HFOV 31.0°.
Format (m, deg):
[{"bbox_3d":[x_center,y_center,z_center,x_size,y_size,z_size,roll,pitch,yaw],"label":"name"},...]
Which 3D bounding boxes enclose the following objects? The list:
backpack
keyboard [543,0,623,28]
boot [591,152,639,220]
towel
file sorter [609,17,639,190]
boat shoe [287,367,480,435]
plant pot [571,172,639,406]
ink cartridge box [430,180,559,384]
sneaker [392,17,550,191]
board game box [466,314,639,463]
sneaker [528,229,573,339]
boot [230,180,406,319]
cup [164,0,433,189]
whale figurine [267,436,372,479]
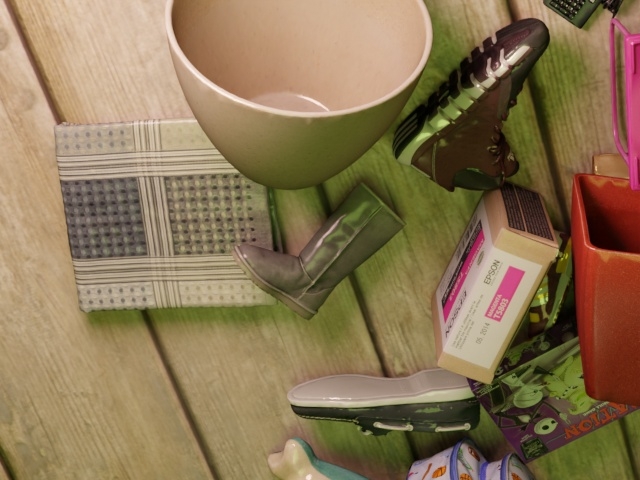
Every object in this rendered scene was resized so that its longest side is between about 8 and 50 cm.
[{"bbox_3d":[0.248,0.447,1.798,0.213,0.276,0.263,-38,100,15],"label":"backpack"},{"bbox_3d":[0.389,-0.368,1.530,0.100,0.038,0.192,30,114,-10],"label":"keyboard"},{"bbox_3d":[0.532,-0.025,1.656,0.270,0.089,0.236,-6,106,7],"label":"boot"},{"bbox_3d":[-0.221,-0.038,1.720,0.324,0.056,0.312,-1,111,7],"label":"towel"},{"bbox_3d":[0.535,-0.206,1.514,0.291,0.182,0.202,-6,113,5],"label":"file sorter"},{"bbox_3d":[0.101,0.262,1.794,0.303,0.114,0.091,-2,109,5],"label":"boat shoe"},{"bbox_3d":[0.454,0.080,1.522,0.267,0.267,0.235,8,114,5],"label":"plant pot"},{"bbox_3d":[0.242,0.054,1.646,0.088,0.193,0.234,20,114,-6],"label":"ink cartridge box"},{"bbox_3d":[0.245,-0.172,1.603,0.162,0.106,0.281,38,122,-18],"label":"sneaker"},{"bbox_3d":[0.417,0.194,1.740,0.347,0.056,0.208,-30,130,12],"label":"board game box"},{"bbox_3d":[0.328,0.066,1.722,0.084,0.069,0.185,22,117,15],"label":"sneaker"},{"bbox_3d":[-0.001,-0.002,1.669,0.208,0.076,0.190,-45,128,13],"label":"boot"},{"bbox_3d":[-0.036,-0.204,1.509,0.331,0.331,0.237,9,143,0],"label":"cup"},{"bbox_3d":[0.038,0.423,1.874,0.272,0.141,0.216,48,140,6],"label":"whale figurine"}]
